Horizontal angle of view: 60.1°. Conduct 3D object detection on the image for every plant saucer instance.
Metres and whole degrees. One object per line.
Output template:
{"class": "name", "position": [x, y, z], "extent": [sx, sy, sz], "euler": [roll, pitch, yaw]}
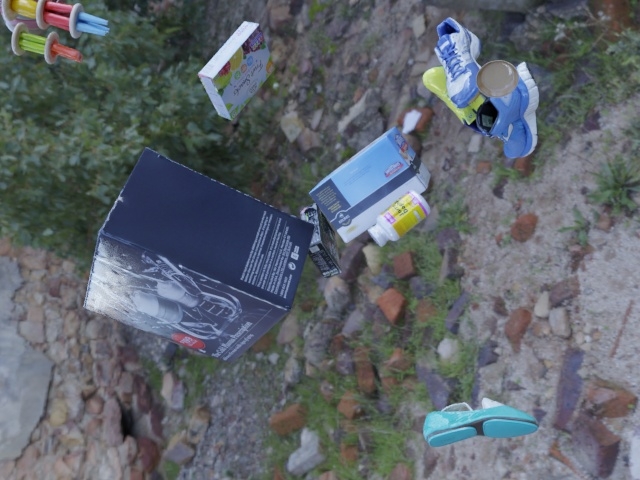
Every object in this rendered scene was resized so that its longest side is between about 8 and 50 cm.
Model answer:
{"class": "plant saucer", "position": [0.361, -0.332, 1.129], "extent": [0.083, 0.083, 0.015], "euler": [-38, 22, 44]}

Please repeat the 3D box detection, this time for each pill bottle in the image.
{"class": "pill bottle", "position": [0.106, -0.029, 0.754], "extent": [0.083, 0.043, 0.043], "euler": [-40, 39, -2]}

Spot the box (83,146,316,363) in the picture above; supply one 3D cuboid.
{"class": "box", "position": [-0.231, 0.052, 1.003], "extent": [0.343, 0.313, 0.179], "euler": [-47, 22, 53]}

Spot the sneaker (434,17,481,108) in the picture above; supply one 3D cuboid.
{"class": "sneaker", "position": [0.351, -0.469, 1.459], "extent": [0.112, 0.131, 0.296], "euler": [-36, 35, 38]}

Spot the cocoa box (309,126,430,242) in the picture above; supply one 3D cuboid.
{"class": "cocoa box", "position": [0.178, -0.200, 1.951], "extent": [0.347, 0.228, 0.231], "euler": [-35, 7, 23]}

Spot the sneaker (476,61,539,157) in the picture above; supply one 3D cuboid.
{"class": "sneaker", "position": [0.479, -0.321, 1.443], "extent": [0.147, 0.330, 0.129], "euler": [-16, 59, 14]}

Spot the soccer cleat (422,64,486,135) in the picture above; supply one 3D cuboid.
{"class": "soccer cleat", "position": [0.411, -0.401, 1.598], "extent": [0.093, 0.289, 0.121], "euler": [-30, 46, 43]}

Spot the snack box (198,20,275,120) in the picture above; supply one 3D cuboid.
{"class": "snack box", "position": [-0.143, -0.297, 0.971], "extent": [0.037, 0.100, 0.141], "euler": [23, 67, 25]}

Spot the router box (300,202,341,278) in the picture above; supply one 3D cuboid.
{"class": "router box", "position": [0.000, 0.000, 1.079], "extent": [0.038, 0.092, 0.122], "euler": [-24, 39, 14]}

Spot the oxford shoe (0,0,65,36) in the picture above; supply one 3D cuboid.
{"class": "oxford shoe", "position": [-0.582, -0.479, 1.135], "extent": [0.348, 0.123, 0.130], "euler": [-110, 31, -45]}

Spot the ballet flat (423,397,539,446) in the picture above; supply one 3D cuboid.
{"class": "ballet flat", "position": [0.348, 0.393, 1.226], "extent": [0.087, 0.247, 0.083], "euler": [-92, -12, -48]}

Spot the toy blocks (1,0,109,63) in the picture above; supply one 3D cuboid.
{"class": "toy blocks", "position": [-0.413, -0.329, 0.884], "extent": [0.123, 0.148, 0.054], "euler": [115, 166, -56]}
